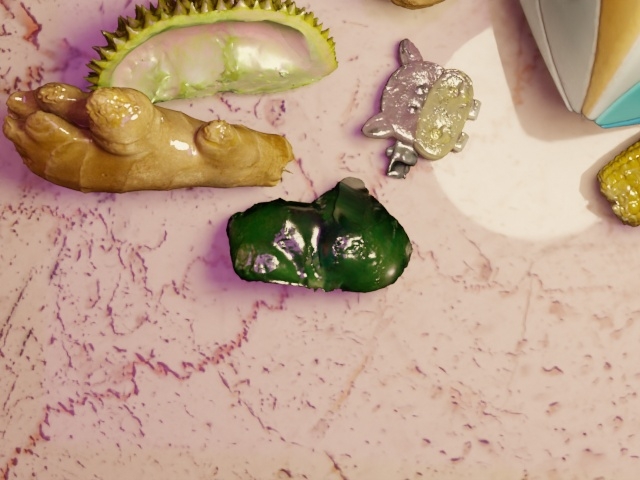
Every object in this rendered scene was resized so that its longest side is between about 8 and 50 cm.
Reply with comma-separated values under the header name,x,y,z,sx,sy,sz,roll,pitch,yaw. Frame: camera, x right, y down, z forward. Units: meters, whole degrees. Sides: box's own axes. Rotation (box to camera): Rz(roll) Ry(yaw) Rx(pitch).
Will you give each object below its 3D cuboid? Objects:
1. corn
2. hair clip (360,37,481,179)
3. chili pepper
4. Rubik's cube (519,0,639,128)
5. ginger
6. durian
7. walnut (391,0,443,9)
name,x,y,z,sx,sy,sz,roll,pitch,yaw
corn,0.542,-0.134,1.703,0.344,0.131,0.131,-33,91,4
hair clip,0.142,-0.173,1.745,0.146,0.056,0.187,25,90,-7
chili pepper,0.004,-0.006,1.714,0.264,0.148,0.116,5,128,-7
Rubik's cube,0.452,-0.375,1.515,0.351,0.347,0.352,-14,67,-16
ginger,-0.231,-0.153,1.676,0.375,0.236,0.166,-11,49,-4
durian,-0.152,-0.263,1.702,0.352,0.158,0.169,-10,105,-2
walnut,0.141,-0.425,1.670,0.198,0.198,0.245,36,83,0
